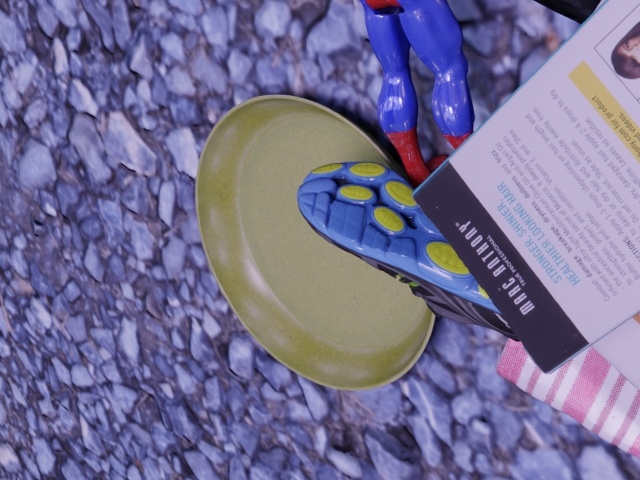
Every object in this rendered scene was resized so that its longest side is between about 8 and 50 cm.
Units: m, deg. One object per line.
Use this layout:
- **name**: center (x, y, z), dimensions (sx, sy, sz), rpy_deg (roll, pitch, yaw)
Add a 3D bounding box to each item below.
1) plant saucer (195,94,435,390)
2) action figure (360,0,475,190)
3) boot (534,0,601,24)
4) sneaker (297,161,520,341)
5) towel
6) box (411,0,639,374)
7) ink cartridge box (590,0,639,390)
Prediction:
- **plant saucer**: center (0.000, 0.000, 0.832), dimensions (0.241, 0.037, 0.241), rpy_deg (22, 125, 35)
- **action figure**: center (0.064, -0.167, 0.657), dimensions (0.091, 0.139, 0.280), rpy_deg (8, 139, 39)
- **boot**: center (0.130, -0.234, 0.523), dimensions (0.207, 0.246, 0.094), rpy_deg (-56, 46, 9)
- **sneaker**: center (0.064, 0.012, 0.700), dimensions (0.188, 0.067, 0.078), rpy_deg (28, 150, 12)
- **towel**: center (0.209, 0.082, 0.682), dimensions (0.197, 0.029, 0.144), rpy_deg (32, 131, 28)
- **box**: center (0.146, -0.053, 0.406), dimensions (0.100, 0.060, 0.244), rpy_deg (54, 135, 11)
- **ink cartridge box**: center (0.289, 0.001, 0.460), dimensions (0.385, 0.160, 0.279), rpy_deg (45, 132, 18)
